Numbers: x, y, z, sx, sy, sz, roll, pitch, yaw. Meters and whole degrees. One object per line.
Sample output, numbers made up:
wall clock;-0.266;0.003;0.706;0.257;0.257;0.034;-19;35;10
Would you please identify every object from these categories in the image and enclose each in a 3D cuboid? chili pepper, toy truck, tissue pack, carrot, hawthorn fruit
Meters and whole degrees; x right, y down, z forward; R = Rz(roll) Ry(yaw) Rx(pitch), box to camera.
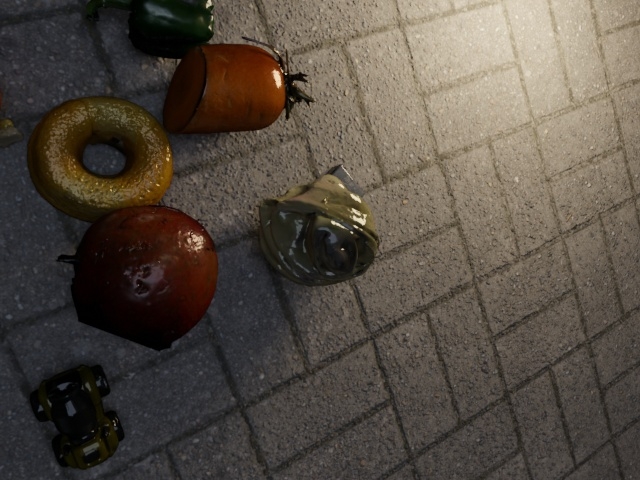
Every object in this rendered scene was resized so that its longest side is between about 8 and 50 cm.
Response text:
chili pepper;-0.366;-0.492;1.126;0.261;0.165;0.173;2;103;-23
toy truck;-0.502;0.380;1.088;0.147;0.165;0.224;-20;100;-23
tissue pack;0.033;-0.110;1.381;0.156;0.051;0.112;-47;111;-16
carrot;-0.185;-0.351;1.189;0.331;0.193;0.214;-7;113;-34
hawthorn fruit;-0.359;0.079;1.082;0.316;0.316;0.315;-1;92;-25

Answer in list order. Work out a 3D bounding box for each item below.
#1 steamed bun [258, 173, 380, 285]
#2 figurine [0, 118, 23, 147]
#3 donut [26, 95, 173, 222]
steamed bun;0.000;0.000;1.249;0.280;0.207;0.267;-21;108;-4
figurine;-0.658;-0.221;1.065;0.083;0.047;0.050;-24;85;-22
donut;-0.463;-0.177;1.119;0.303;0.110;0.302;-1;91;-25
